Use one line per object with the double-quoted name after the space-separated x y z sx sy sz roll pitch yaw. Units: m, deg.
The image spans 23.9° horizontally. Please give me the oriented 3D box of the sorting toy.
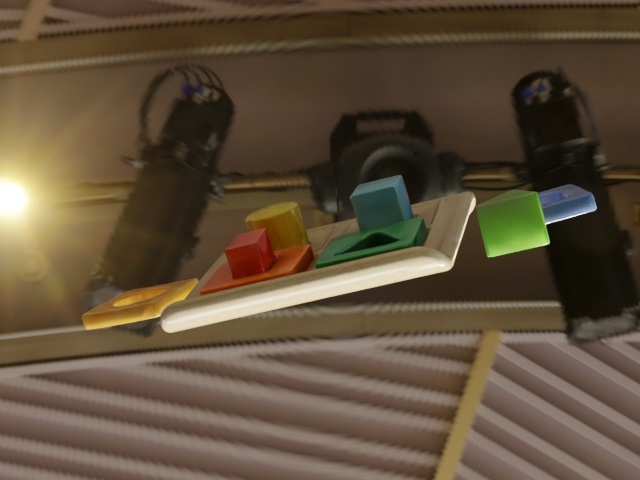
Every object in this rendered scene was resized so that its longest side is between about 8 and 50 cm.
0.000 0.000 0.972 0.348 0.196 0.047 -13 -81 14 "sorting toy"
